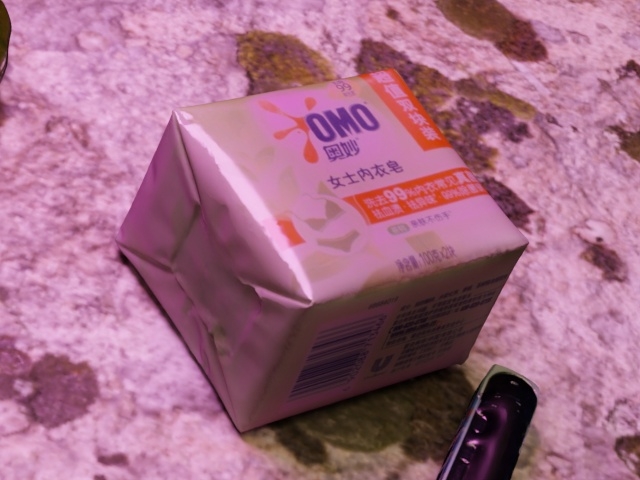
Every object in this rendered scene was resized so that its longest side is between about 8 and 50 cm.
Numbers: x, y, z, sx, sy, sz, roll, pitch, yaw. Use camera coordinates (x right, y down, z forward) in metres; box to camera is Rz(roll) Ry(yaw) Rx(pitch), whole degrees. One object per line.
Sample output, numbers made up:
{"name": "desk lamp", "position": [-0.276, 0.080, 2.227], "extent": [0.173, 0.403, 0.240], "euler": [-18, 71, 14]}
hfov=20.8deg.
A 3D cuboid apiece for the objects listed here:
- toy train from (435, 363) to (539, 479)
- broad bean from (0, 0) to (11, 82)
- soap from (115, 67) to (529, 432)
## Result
{"name": "toy train", "position": [0.097, 0.157, 1.123], "extent": [0.043, 0.047, 0.207], "euler": [29, 42, 1]}
{"name": "broad bean", "position": [-0.297, -0.110, 1.188], "extent": [0.144, 0.049, 0.292], "euler": [34, 44, 21]}
{"name": "soap", "position": [0.000, 0.000, 1.162], "extent": [0.199, 0.138, 0.182], "euler": [-15, 55, -35]}
